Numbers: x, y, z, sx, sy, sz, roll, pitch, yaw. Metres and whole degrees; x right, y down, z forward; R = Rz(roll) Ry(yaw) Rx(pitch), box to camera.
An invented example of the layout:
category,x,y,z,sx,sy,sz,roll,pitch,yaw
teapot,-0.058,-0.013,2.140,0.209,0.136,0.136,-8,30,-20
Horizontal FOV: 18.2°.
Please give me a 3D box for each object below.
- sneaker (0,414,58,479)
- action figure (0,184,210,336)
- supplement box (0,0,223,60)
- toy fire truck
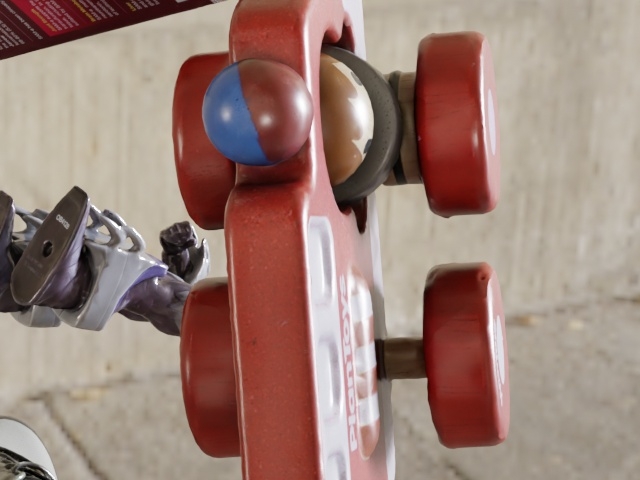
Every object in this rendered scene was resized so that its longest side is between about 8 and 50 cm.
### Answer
category,x,y,z,sx,sy,sz,roll,pitch,yaw
sneaker,-0.207,0.192,1.372,0.100,0.108,0.271,30,17,-18
action figure,-0.081,0.043,1.268,0.285,0.099,0.185,21,0,-42
supplement box,-0.175,-0.180,1.172,0.239,0.130,0.073,-10,53,31
toy fire truck,0.000,0.000,1.004,0.169,0.302,0.254,-3,0,9
